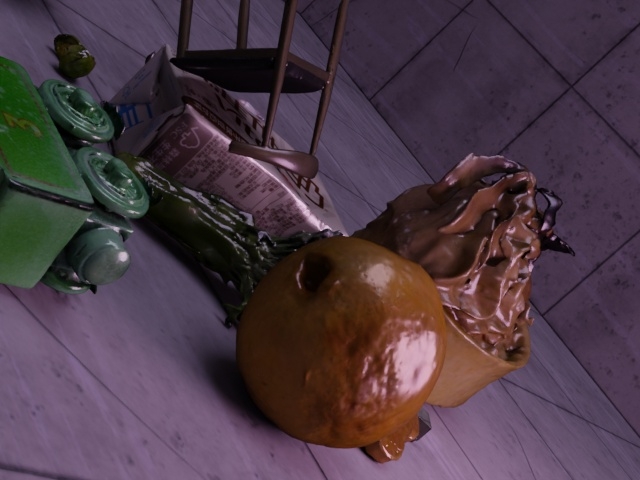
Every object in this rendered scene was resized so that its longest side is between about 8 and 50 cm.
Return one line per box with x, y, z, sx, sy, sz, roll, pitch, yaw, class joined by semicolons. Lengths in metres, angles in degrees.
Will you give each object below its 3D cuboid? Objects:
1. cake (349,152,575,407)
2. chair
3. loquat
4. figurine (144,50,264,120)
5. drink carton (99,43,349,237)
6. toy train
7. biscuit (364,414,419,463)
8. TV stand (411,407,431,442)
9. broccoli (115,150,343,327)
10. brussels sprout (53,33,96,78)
0.227;0.042;1.746;0.332;0.321;0.332;39;27;-24;cake
-0.076;-0.215;1.459;0.166;0.272;0.188;4;-3;23;chair
0.024;0.107;1.219;0.193;0.238;0.238;30;2;31;loquat
-0.179;-0.200;1.749;0.229;0.137;0.112;45;-20;-24;figurine
-0.124;-0.095;1.565;0.324;0.132;0.194;39;16;-35;drink carton
-0.262;-0.061;1.031;0.188;0.132;0.243;20;29;-47;toy train
0.068;0.147;1.463;0.202;0.044;0.288;46;34;-32;biscuit
0.044;0.161;1.524;0.256;0.040;0.049;44;12;-13;TV stand
-0.114;-0.008;1.370;0.304;0.145;0.165;31;12;-12;broccoli
-0.325;-0.245;1.557;0.051;0.046;0.083;45;10;-37;brussels sprout
